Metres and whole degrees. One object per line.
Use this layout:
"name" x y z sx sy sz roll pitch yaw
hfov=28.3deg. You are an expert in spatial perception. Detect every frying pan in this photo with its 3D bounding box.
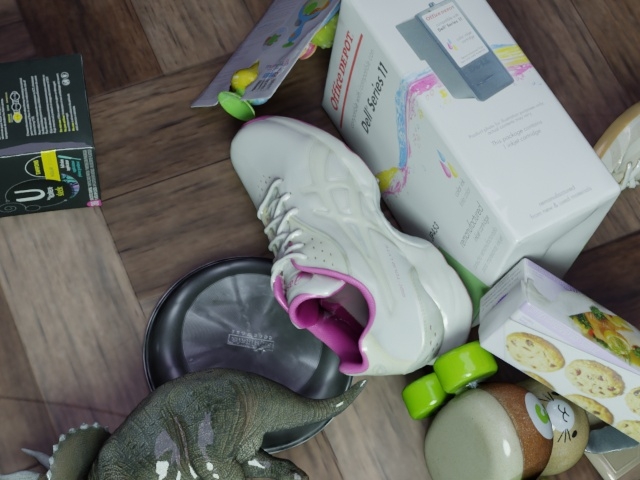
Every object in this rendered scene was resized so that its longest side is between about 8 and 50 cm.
"frying pan" -0.096 0.147 1.138 0.197 0.053 0.326 30 63 8

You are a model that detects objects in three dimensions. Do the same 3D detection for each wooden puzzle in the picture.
"wooden puzzle" 0.274 0.178 1.178 0.078 0.014 0.116 -25 71 -11

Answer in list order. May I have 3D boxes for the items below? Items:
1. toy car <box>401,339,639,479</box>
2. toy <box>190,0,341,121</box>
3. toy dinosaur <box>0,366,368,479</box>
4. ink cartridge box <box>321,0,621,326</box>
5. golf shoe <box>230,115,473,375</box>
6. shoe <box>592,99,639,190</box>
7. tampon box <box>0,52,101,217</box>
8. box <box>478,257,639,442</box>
"toy car" 0.194 0.161 1.117 0.188 0.149 0.155 -15 71 -25
"toy" -0.017 -0.208 1.279 0.056 0.137 0.237 51 62 -27
"toy dinosaur" -0.108 0.178 1.044 0.313 0.121 0.160 -32 88 1
"ink cartridge box" 0.108 -0.119 1.185 0.119 0.207 0.353 -25 70 -17
"golf shoe" 0.000 0.000 1.143 0.140 0.115 0.306 -20 56 -40
"shoe" 0.326 -0.101 1.272 0.058 0.076 0.219 41 66 17
"tampon box" -0.292 -0.091 1.179 0.161 0.120 0.101 -8 67 -9
"box" 0.281 0.129 1.100 0.324 0.067 0.063 32 35 -17
